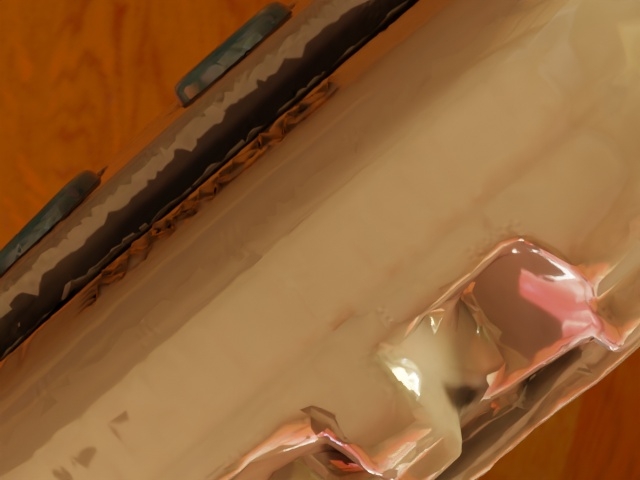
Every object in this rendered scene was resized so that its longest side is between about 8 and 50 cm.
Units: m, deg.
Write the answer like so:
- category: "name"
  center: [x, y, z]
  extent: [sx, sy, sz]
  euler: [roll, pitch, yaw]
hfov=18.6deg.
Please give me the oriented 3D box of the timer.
- category: "timer"
  center: [0.000, 0.000, 0.461]
  extent: [0.262, 0.237, 0.087]
  euler: [-41, 103, 8]

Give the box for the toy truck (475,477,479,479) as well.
- category: "toy truck"
  center: [0.011, 0.159, 0.675]
  extent: [0.080, 0.115, 0.178]
  euler: [6, 88, 13]
